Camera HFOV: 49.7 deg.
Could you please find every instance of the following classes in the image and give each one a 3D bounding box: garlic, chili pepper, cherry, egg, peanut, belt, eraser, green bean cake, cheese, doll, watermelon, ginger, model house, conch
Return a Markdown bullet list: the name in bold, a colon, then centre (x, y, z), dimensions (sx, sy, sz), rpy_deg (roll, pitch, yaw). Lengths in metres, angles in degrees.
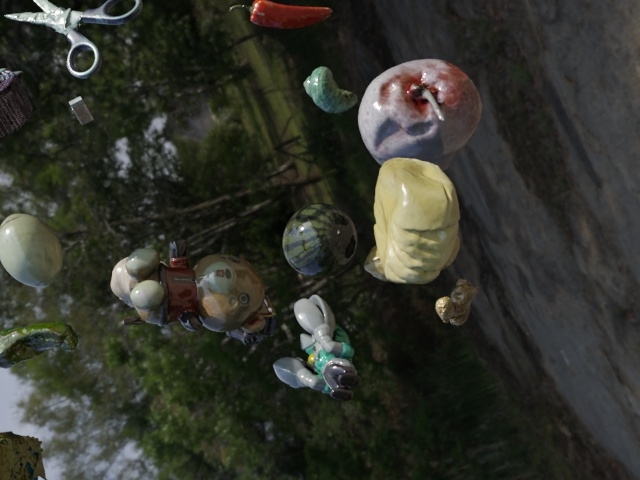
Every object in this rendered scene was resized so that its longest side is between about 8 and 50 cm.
- **garlic**: centre (-0.533, 0.132, 2.143), dimensions (0.228, 0.227, 0.152), rpy_deg (63, -140, -56)
- **chili pepper**: centre (-0.100, -0.586, 1.794), dimensions (0.071, 0.272, 0.064), rpy_deg (109, 156, -51)
- **cherry**: centre (0.249, -0.309, 1.820), dimensions (0.292, 0.326, 0.335), rpy_deg (63, 144, 28)
- **egg**: centre (-0.936, 0.031, 2.228), dimensions (0.253, 0.186, 0.186), rpy_deg (63, -178, -2)
- **peanut**: centre (0.256, 0.036, 1.922), dimensions (0.147, 0.305, 0.147), rpy_deg (166, 90, -70)
- **belt**: centre (-0.781, -0.268, 1.490), dimensions (0.260, 0.324, 0.122), rpy_deg (-64, -36, -43)
- **eraser**: centre (-0.667, -0.361, 1.925), dimensions (0.019, 0.038, 0.083), rpy_deg (54, 168, 28)
- **green bean cake**: centre (-0.842, 0.582, 1.775), dimensions (0.310, 0.284, 0.202), rpy_deg (20, -129, -63)
- **cheese**: centre (0.162, -0.033, 1.242), dimensions (0.226, 0.117, 0.214), rpy_deg (-111, 26, -61)
- **doll**: centre (-0.287, 0.124, 1.587), dimensions (0.174, 0.329, 0.235), rpy_deg (117, 146, -41)
- **doll**: centre (0.001, 0.215, 1.423), dimensions (0.153, 0.195, 0.258), rpy_deg (23, 165, -22)
- **watermelon**: centre (0.000, 0.000, 1.890), dimensions (0.212, 0.212, 0.212), rpy_deg (-23, -90, -88)
- **ginger**: centre (0.378, 0.168, 1.930), dimensions (0.058, 0.133, 0.214), rpy_deg (18, 179, 35)
- **chili pepper**: centre (-0.544, 0.188, 1.239), dimensions (0.072, 0.203, 0.073), rpy_deg (80, 173, -57)
- **model house**: centre (-0.201, 0.242, 2.090), dimensions (0.106, 0.152, 0.166), rpy_deg (-45, -27, -53)
- **conch**: centre (0.028, -0.532, 2.461), dimensions (0.188, 0.122, 0.175), rpy_deg (50, -152, 12)

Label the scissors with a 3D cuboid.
- **scissors**: centre (-0.638, -0.555, 1.731), dimensions (0.383, 0.256, 0.029), rpy_deg (26, 166, 25)
